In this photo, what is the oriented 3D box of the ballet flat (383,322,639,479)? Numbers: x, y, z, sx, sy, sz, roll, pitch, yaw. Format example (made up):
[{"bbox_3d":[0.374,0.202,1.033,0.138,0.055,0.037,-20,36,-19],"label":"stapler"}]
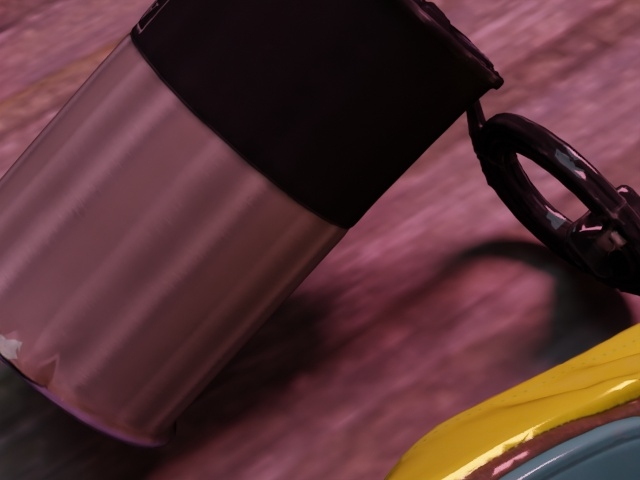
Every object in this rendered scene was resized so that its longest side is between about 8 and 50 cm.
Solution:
[{"bbox_3d":[0.079,0.051,0.383,0.231,0.077,0.077,-26,21,-20],"label":"ballet flat"}]

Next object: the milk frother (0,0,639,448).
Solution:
[{"bbox_3d":[0.000,0.000,0.439,0.143,0.129,0.135,45,101,14],"label":"milk frother"}]
